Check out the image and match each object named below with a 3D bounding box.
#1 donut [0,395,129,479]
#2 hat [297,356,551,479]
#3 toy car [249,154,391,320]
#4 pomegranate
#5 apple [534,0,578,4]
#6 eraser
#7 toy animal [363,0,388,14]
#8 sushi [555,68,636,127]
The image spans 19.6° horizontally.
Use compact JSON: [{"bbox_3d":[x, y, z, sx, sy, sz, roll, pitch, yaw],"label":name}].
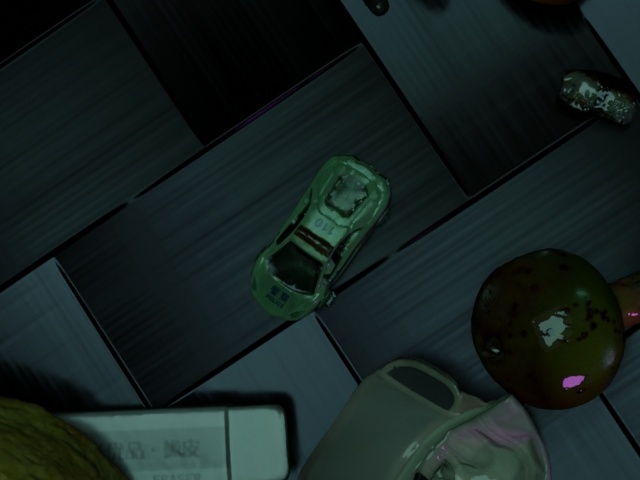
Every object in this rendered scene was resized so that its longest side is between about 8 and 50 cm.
[{"bbox_3d":[-0.360,0.339,1.818,0.378,0.163,0.435,-32,104,5],"label":"donut"},{"bbox_3d":[0.101,0.247,1.846,0.219,0.226,0.164,-54,124,-18],"label":"hat"},{"bbox_3d":[0.000,0.000,1.896,0.093,0.058,0.186,36,92,5],"label":"toy car"},{"bbox_3d":[0.245,0.079,1.826,0.205,0.159,0.159,-18,86,-16],"label":"pomegranate"},{"bbox_3d":[0.236,-0.316,1.833,0.163,0.146,0.147,-33,76,-11],"label":"apple"},{"bbox_3d":[-0.204,0.216,1.911,0.352,0.061,0.089,-4,88,6],"label":"eraser"},{"bbox_3d":[0.010,-0.317,1.860,0.233,0.148,0.084,37,94,7],"label":"toy animal"},{"bbox_3d":[0.282,-0.148,1.872,0.083,0.044,0.046,19,91,5],"label":"sushi"}]
